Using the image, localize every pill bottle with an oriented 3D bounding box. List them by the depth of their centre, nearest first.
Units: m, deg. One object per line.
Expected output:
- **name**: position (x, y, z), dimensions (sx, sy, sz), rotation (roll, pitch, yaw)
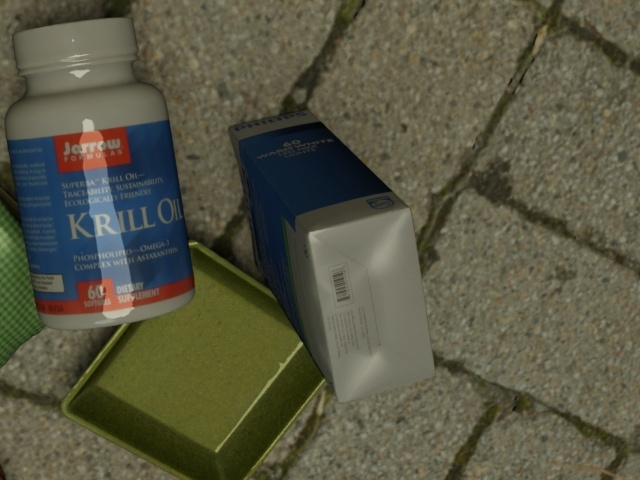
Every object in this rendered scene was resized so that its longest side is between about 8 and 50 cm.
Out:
- **pill bottle**: position (-0.171, -0.052, 0.897), dimensions (0.124, 0.124, 0.221), rotation (-11, 99, -13)

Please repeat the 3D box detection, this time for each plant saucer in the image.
- **plant saucer**: position (-0.101, 0.111, 1.035), dimensions (0.188, 0.045, 0.188), rotation (35, 97, -25)

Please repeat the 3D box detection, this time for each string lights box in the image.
- **string lights box**: position (0.000, 0.000, 0.904), dimensions (0.077, 0.260, 0.133), rotation (-15, 115, -11)

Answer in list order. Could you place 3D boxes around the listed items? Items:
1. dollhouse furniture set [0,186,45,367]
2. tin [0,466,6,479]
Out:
- **dollhouse furniture set**: position (-0.330, 0.022, 0.871), dimensions (0.197, 0.151, 0.301), rotation (-41, 116, 1)
- **tin**: position (-0.356, 0.247, 1.014), dimensions (0.189, 0.040, 0.106), rotation (-38, 120, 0)
